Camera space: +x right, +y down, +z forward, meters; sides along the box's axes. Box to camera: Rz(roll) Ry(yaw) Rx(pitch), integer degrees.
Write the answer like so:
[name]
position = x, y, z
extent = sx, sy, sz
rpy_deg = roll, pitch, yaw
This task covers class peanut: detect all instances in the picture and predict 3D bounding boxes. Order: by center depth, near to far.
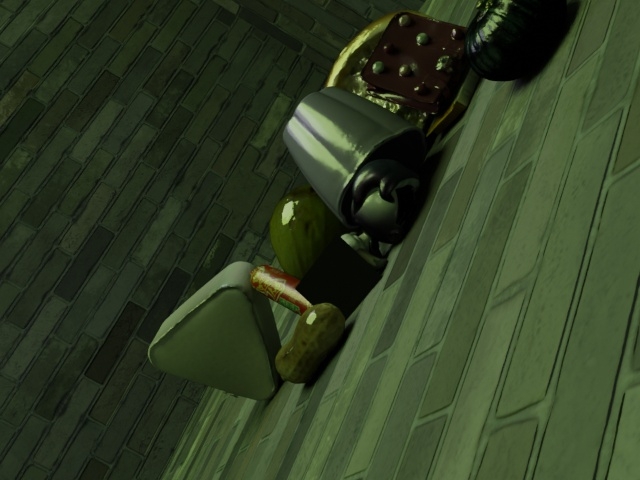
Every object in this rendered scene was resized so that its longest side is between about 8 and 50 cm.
[peanut]
position = -0.025, 0.216, 1.648
extent = 0.103, 0.098, 0.229
rpy_deg = -2, -44, -47

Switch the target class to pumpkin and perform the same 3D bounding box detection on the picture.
[pumpkin]
position = 0.325, -0.367, 1.377
extent = 0.202, 0.140, 0.202
rpy_deg = -62, 6, 12

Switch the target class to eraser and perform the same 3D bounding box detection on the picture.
[eraser]
position = -0.225, 0.207, 1.977
extent = 0.331, 0.331, 0.150
rpy_deg = -57, 8, 25

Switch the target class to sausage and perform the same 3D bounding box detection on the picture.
[sausage]
position = -0.073, 0.116, 1.829
extent = 0.264, 0.083, 0.083
rpy_deg = 24, 82, 41

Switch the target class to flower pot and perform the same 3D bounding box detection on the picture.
[flower pot]
position = 0.060, -0.203, 1.764
extent = 0.265, 0.243, 0.265
rpy_deg = -37, -24, -20

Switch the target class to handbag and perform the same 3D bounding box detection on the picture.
[handbag]
position = 0.214, -0.391, 1.766
extent = 0.203, 0.216, 0.074
rpy_deg = -60, -32, -11

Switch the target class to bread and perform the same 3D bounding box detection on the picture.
[bread]
position = 0.187, -0.331, 1.957
extent = 0.329, 0.245, 0.424
rpy_deg = 32, 99, 42

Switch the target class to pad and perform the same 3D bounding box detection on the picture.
[pad]
position = 0.034, 0.087, 1.653
extent = 0.004, 0.127, 0.190
rpy_deg = -35, -14, -50

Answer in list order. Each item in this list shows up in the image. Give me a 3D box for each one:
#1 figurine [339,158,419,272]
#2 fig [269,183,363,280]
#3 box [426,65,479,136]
[figurine]
position = 0.109, -0.059, 1.632
extent = 0.222, 0.145, 0.145
rpy_deg = -63, 6, 11
[fig]
position = 0.000, 0.000, 1.908
extent = 0.239, 0.239, 0.271
rpy_deg = 157, 111, -79
[box]
position = 0.312, -0.339, 1.792
extent = 0.247, 0.033, 0.129
rpy_deg = -64, 9, -28
